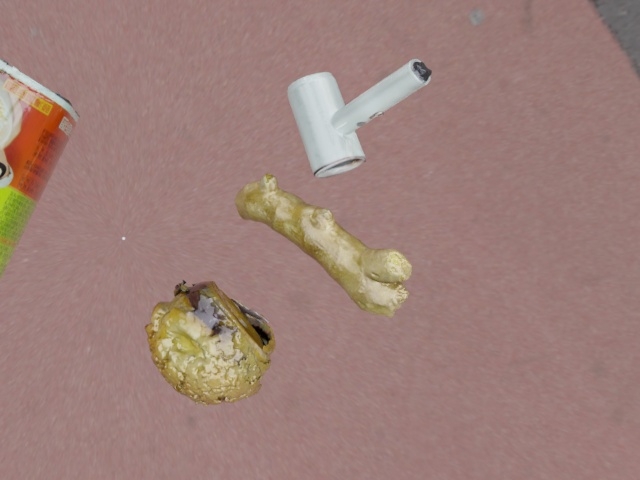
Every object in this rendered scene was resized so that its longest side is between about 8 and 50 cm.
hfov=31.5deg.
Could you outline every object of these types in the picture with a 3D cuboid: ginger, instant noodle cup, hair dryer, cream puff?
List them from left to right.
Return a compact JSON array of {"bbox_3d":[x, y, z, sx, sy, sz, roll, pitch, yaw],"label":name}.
[{"bbox_3d":[-0.466,-0.082,1.412,0.294,0.294,0.307,30,85,-9],"label":"instant noodle cup"},{"bbox_3d":[-0.102,0.100,1.057,0.104,0.133,0.119,-40,127,5],"label":"cream puff"},{"bbox_3d":[-0.002,0.002,1.538,0.299,0.118,0.065,32,44,24],"label":"ginger"},{"bbox_3d":[0.052,-0.180,1.447,0.073,0.236,0.131,-12,80,-39],"label":"hair dryer"}]
